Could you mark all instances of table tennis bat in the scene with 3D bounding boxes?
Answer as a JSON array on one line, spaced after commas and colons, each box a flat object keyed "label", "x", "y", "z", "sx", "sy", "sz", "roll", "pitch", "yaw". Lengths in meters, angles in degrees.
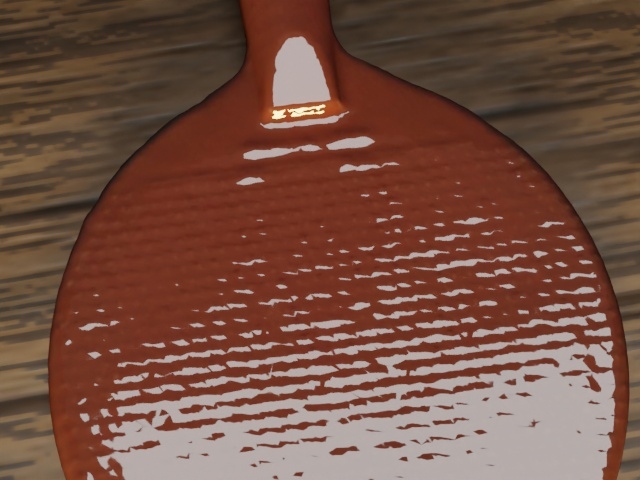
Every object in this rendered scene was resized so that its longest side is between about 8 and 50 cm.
[{"label": "table tennis bat", "x": 0.000, "y": 0.000, "z": 0.395, "sx": 0.200, "sy": 0.038, "sz": 0.310, "roll": -7, "pitch": 63, "yaw": -3}]
